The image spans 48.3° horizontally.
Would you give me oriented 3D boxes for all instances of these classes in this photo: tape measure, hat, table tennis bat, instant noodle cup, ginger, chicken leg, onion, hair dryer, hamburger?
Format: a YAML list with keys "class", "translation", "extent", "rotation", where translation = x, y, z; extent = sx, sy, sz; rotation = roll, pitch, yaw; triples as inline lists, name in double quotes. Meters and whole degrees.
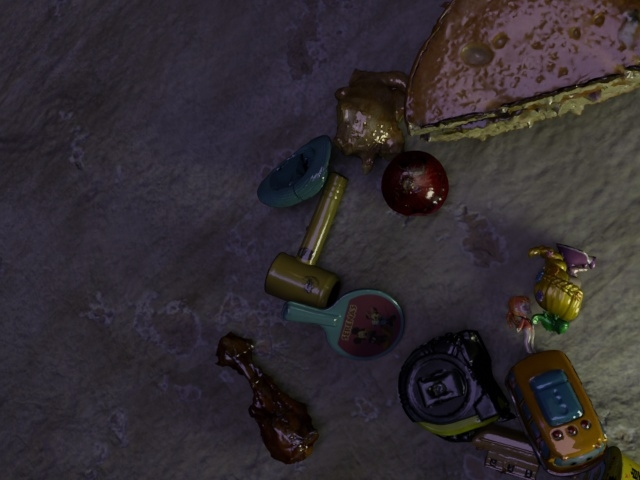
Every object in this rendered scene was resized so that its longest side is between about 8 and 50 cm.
- class: "tape measure"
  translation: [0.237, 0.275, 1.316]
  extent: [0.186, 0.112, 0.199]
  rotation: [-29, 68, 24]
- class: "hat"
  translation: [-0.034, -0.127, 1.438]
  extent: [0.191, 0.078, 0.138]
  rotation: [-32, 38, 22]
- class: "table tennis bat"
  translation: [0.045, 0.155, 1.380]
  extent: [0.244, 0.040, 0.152]
  rotation: [12, 107, -12]
- class: "instant noodle cup"
  translation: [0.527, 0.462, 1.202]
  extent: [0.144, 0.182, 0.182]
  rotation: [26, 96, 7]
- class: "ginger"
  translation: [0.098, -0.232, 1.397]
  extent: [0.157, 0.102, 0.216]
  rotation: [8, 85, -9]
- class: "chicken leg"
  translation: [-0.111, 0.314, 1.458]
  extent: [0.113, 0.093, 0.304]
  rotation: [-34, 69, -4]
- class: "onion"
  translation: [0.178, -0.107, 1.359]
  extent: [0.131, 0.131, 0.131]
  rotation: [-1, 88, 18]
- class: "hair dryer"
  translation: [0.000, 0.000, 1.434]
  extent: [0.135, 0.090, 0.278]
  rotation: [21, 88, 18]
- class: "hamburger"
  translation: [0.355, -0.340, 1.229]
  extent: [0.446, 0.268, 0.286]
  rotation: [-13, 86, 21]

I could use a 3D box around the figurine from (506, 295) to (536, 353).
- class: "figurine"
  translation: [0.373, 0.156, 1.317]
  extent: [0.047, 0.064, 0.109]
  rotation: [-22, 71, 37]

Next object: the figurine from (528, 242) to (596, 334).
- class: "figurine"
  translation: [0.414, 0.082, 1.284]
  extent: [0.115, 0.095, 0.156]
  rotation: [19, 90, 6]

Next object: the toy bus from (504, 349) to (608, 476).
- class: "toy bus"
  translation: [0.407, 0.291, 1.231]
  extent: [0.126, 0.136, 0.209]
  rotation: [-21, 60, 4]

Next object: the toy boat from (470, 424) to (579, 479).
- class: "toy boat"
  translation: [0.370, 0.396, 1.309]
  extent: [0.201, 0.057, 0.077]
  rotation: [12, 96, 17]
